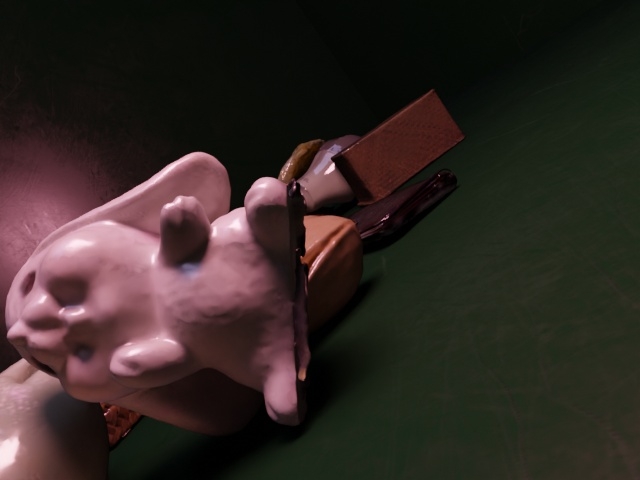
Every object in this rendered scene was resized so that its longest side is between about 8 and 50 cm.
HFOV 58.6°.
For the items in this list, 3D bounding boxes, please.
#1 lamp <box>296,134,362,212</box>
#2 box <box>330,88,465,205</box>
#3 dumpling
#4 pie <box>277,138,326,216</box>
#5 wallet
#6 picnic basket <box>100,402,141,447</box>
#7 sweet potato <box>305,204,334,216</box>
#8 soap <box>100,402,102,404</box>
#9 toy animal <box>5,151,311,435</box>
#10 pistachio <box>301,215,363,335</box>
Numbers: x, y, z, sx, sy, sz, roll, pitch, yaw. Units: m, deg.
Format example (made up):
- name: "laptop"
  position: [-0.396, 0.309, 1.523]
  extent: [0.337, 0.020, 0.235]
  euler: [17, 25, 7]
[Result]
- name: "lamp"
  position: [0.015, -0.165, 1.515]
  extent: [0.313, 0.182, 0.182]
  euler: [-25, 5, -14]
- name: "box"
  position: [0.177, -0.217, 1.364]
  extent: [0.273, 0.143, 0.184]
  euler: [-36, 7, -6]
- name: "dumpling"
  position: [-0.333, 0.245, 0.557]
  extent: [0.320, 0.212, 0.270]
  euler: [-28, -3, -45]
- name: "pie"
  position: [-0.053, -0.146, 1.612]
  extent: [0.323, 0.070, 0.323]
  euler: [-49, -29, -40]
- name: "wallet"
  position: [0.084, -0.030, 0.991]
  extent: [0.172, 0.045, 0.318]
  euler: [-38, 6, -25]
- name: "picnic basket"
  position: [-0.363, 0.306, 0.905]
  extent: [0.193, 0.055, 0.110]
  euler: [-33, 7, 26]
- name: "sweet potato"
  position: [-0.012, -0.050, 1.505]
  extent: [0.067, 0.067, 0.274]
  euler: [-33, 6, 22]
- name: "soap"
  position: [-0.435, 0.297, 1.120]
  extent: [0.296, 0.107, 0.285]
  euler: [-37, 9, 4]
- name: "toy animal"
  position: [-0.130, 0.043, 0.523]
  extent: [0.174, 0.289, 0.249]
  euler: [-50, -22, -88]
- name: "pistachio"
  position: [-0.036, 0.054, 0.677]
  extent: [0.226, 0.136, 0.136]
  euler: [-43, 9, -26]
